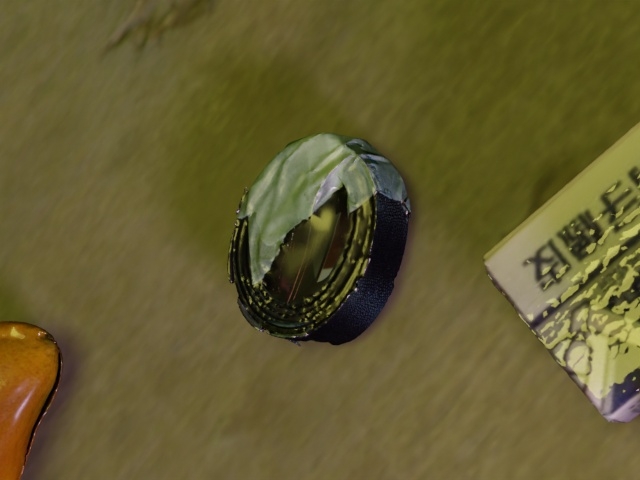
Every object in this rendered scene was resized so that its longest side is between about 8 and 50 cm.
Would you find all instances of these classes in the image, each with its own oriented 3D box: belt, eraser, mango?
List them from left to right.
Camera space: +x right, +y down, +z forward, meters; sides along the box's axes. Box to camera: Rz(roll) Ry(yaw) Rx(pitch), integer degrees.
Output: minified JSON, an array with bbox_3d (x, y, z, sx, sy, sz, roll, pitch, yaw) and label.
[{"bbox_3d":[-0.243,0.126,0.995,0.105,0.084,0.159,29,76,5],"label":"mango"},{"bbox_3d":[0.000,0.000,0.920,0.105,0.058,0.140,25,97,31],"label":"belt"},{"bbox_3d":[0.211,-0.008,0.820,0.210,0.068,0.124,-42,66,13],"label":"eraser"}]
